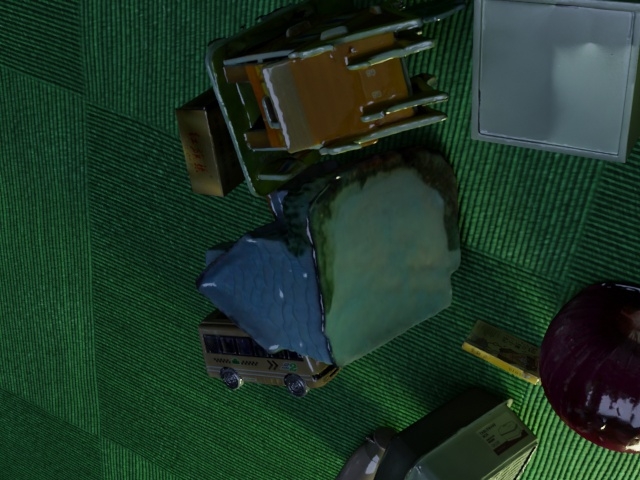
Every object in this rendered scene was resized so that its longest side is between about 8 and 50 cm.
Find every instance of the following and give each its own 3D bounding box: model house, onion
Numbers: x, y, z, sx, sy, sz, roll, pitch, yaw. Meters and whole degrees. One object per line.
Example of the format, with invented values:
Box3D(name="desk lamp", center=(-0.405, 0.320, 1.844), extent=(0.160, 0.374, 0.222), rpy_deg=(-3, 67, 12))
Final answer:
Box3D(name="model house", center=(0.000, 0.000, 1.538), extent=(0.339, 0.360, 0.297), rpy_deg=(4, 111, 45))
Box3D(name="model house", center=(0.080, -0.229, 1.308), extent=(0.313, 0.358, 0.242), rpy_deg=(6, 121, 40))
Box3D(name="onion", center=(0.467, 0.211, 1.438), extent=(0.256, 0.230, 0.272), rpy_deg=(-11, 120, 37))

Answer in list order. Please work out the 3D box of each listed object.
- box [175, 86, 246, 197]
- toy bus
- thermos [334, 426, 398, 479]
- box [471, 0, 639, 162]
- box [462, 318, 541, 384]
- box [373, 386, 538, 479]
Box3D(name="box", center=(-0.136, -0.194, 1.539), extent=(0.071, 0.240, 0.159), rpy_deg=(7, 123, 29))
Box3D(name="toy bus", center=(-0.096, 0.206, 1.843), extent=(0.290, 0.139, 0.157), rpy_deg=(1, 114, 35))
Box3D(name="thermos", center=(0.123, 0.469, 1.910), extent=(0.137, 0.105, 0.193), rpy_deg=(18, 124, -11))
Box3D(name="box", center=(0.338, -0.249, 1.293), extent=(0.225, 0.117, 0.225), rpy_deg=(13, 125, 25))
Box3D(name="box", center=(0.328, 0.195, 1.612), extent=(0.149, 0.073, 0.020), rpy_deg=(25, 131, 15))
Box3D(name="box", center=(0.238, 0.411, 1.667), extent=(0.166, 0.291, 0.220), rpy_deg=(42, 135, 30))
